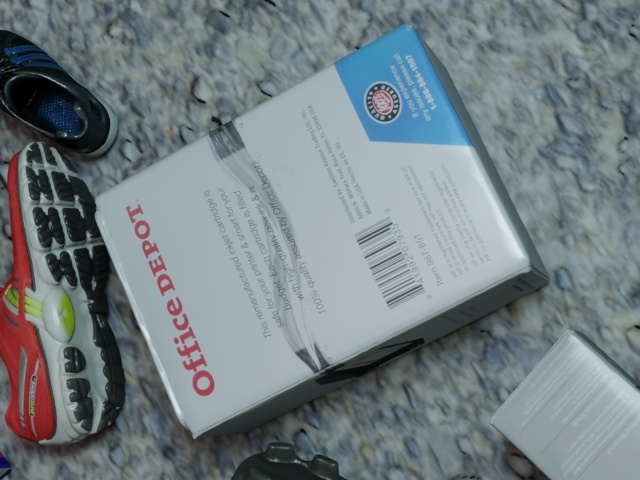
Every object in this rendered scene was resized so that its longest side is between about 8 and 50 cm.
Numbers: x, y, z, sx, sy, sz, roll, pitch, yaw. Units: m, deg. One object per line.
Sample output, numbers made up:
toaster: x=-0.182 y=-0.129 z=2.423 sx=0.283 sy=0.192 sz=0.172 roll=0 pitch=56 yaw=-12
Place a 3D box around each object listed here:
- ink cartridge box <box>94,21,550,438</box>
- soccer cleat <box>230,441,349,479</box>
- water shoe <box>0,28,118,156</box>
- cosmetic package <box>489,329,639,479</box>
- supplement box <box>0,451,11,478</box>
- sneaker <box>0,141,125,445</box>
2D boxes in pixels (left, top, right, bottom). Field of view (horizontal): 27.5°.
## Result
ink cartridge box: x=0.000 y=0.000 z=1.090 sx=0.307 sy=0.129 sz=0.223 roll=-28 pitch=75 yaw=12
soccer cleat: x=0.051 y=0.267 z=1.074 sx=0.289 sy=0.093 sz=0.121 roll=22 pitch=120 yaw=15
water shoe: x=-0.278 y=-0.150 z=1.225 sx=0.203 sy=0.080 sz=0.073 roll=29 pitch=91 yaw=19
cosmetic package: x=0.252 y=0.183 z=0.988 sx=0.238 sy=0.127 sz=0.107 roll=40 pitch=95 yaw=17
supplement box: x=-0.408 y=0.161 z=1.207 sx=0.111 sy=0.114 sz=0.220 roll=-43 pitch=71 yaw=7
sneaker: x=-0.263 y=0.047 z=1.185 sx=0.118 sy=0.107 sz=0.279 roll=-15 pitch=76 yaw=24
